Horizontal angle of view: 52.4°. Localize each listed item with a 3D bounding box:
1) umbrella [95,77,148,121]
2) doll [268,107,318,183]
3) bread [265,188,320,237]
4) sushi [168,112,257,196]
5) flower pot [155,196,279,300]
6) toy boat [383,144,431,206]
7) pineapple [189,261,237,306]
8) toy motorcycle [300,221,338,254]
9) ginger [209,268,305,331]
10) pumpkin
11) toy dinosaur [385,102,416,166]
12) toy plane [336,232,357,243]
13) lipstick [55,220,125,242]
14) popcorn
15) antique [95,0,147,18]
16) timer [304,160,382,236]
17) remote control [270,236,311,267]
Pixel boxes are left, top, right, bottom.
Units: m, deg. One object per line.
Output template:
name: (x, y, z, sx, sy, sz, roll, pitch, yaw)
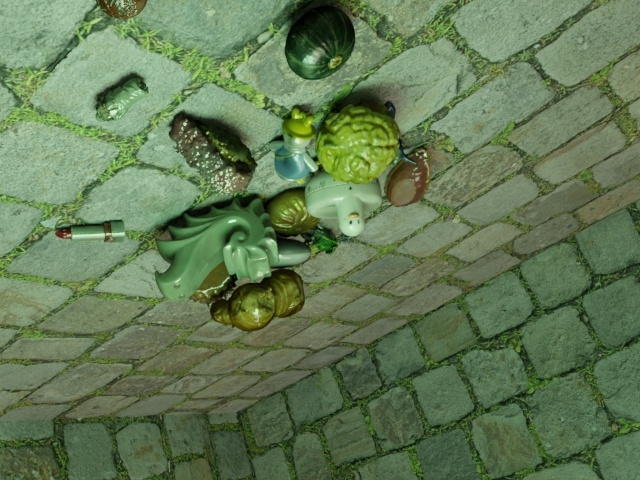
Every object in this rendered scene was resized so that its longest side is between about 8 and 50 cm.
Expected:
umbrella: (-0.443, -0.307, 1.433, 0.143, 0.062, 0.067, -31, -177, 22)
doll: (-0.067, -0.247, 1.748, 0.098, 0.135, 0.241, -14, 144, -25)
bread: (-0.079, -0.082, 2.094, 0.213, 0.105, 0.213, -18, 153, -9)
sushi: (-0.262, -0.228, 1.647, 0.107, 0.241, 0.161, -42, -169, 21)
flower pot: (-0.316, 0.021, 1.940, 0.367, 0.254, 0.164, -15, 141, -5)
toy boat: (0.286, -0.188, 2.155, 0.141, 0.099, 0.318, 26, 147, 1)
pineapple: (-0.369, 0.122, 2.204, 0.223, 0.223, 0.357, -17, 165, -4)
toy motorcycle: (0.000, 0.000, 2.308, 0.074, 0.106, 0.190, -37, 151, 31)
ginger: (-0.183, 0.193, 2.049, 0.274, 0.152, 0.357, -25, 177, 40)
pumpkin: (-0.002, -0.428, 1.415, 0.167, 0.125, 0.167, -32, 176, -2)
toy dinosaur: (0.228, -0.305, 1.910, 0.247, 0.075, 0.188, 10, 132, -38)
toy plane: (0.097, -0.006, 2.462, 0.084, 0.024, 0.078, -29, 135, 20)
lipstick: (-0.660, -0.019, 1.860, 0.186, 0.057, 0.063, -4, 151, -25)
popcorn: (0.103, -0.263, 1.761, 0.237, 0.206, 0.251, -46, 178, 20)
antique: (-0.356, -0.446, 1.157, 0.104, 0.104, 0.104, -16, 155, -8)
timer: (0.071, -0.114, 1.926, 0.233, 0.240, 0.233, -7, 168, -1)
remote control: (-0.159, 0.041, 2.164, 0.221, 0.103, 0.332, -5, -176, -20)
